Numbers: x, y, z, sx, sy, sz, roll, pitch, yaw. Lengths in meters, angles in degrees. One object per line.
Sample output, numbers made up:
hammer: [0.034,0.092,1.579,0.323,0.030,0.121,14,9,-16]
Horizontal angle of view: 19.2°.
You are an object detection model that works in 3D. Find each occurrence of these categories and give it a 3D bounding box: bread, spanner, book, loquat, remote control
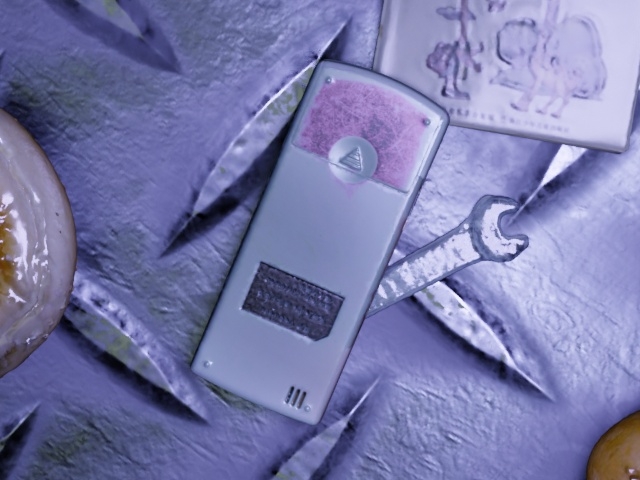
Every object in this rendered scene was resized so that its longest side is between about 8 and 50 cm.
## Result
bread: [-0.379,-0.001,1.830,0.305,0.159,0.305,0,92,2]
spanner: [0.068,0.044,1.866,0.302,0.017,0.071,-27,92,6]
book: [0.200,-0.285,1.816,0.260,0.043,0.371,10,96,5]
loquat: [0.322,0.225,1.802,0.141,0.141,0.141,0,95,5]
remote control: [0.000,0.000,1.830,0.145,0.050,0.344,24,98,4]
